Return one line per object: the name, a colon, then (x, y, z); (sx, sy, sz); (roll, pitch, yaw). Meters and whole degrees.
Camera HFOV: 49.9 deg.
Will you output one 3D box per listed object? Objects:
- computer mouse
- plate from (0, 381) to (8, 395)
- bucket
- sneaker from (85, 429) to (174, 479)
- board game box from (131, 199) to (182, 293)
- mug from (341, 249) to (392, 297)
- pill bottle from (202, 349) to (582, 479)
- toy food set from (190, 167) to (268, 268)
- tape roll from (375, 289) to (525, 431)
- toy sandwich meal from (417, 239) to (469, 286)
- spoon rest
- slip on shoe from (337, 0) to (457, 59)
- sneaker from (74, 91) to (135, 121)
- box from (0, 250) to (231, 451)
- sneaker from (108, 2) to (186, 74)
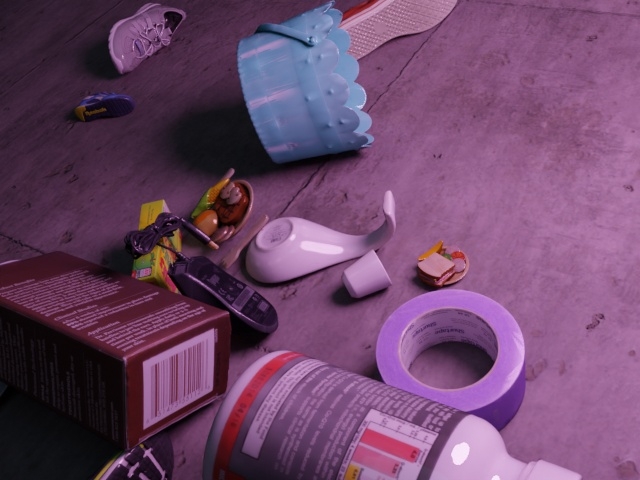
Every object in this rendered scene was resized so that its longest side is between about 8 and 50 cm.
computer mouse: (-0.179, 0.058, 1.076); (0.060, 0.262, 0.184); (-53, 7, 19)
plate: (-0.572, 0.229, 1.104); (0.188, 0.024, 0.188); (-9, 44, 9)
bucket: (-0.024, -0.279, 1.259); (0.183, 0.281, 0.281); (-13, 45, 12)
sneaker: (-0.310, 0.343, 0.858); (0.121, 0.111, 0.300); (15, 48, 39)
board game box: (-0.272, 0.027, 1.156); (0.043, 0.092, 0.181); (-12, 45, 5)
mug: (0.068, 0.058, 1.057); (0.064, 0.078, 0.062); (-30, 78, 0)
pill bottle: (0.073, 0.265, 0.736); (0.363, 0.210, 0.210); (14, 53, 29)
toy food set: (-0.170, -0.051, 1.195); (0.132, 0.038, 0.192); (-49, 42, 7)
tape roll: (0.170, 0.161, 0.899); (0.189, 0.080, 0.189); (-9, 45, 9)
toy sandwich meal: (0.185, 0.034, 1.051); (0.085, 0.029, 0.086); (-9, 45, 9)
spoon rest: (0.000, 0.000, 1.123); (0.276, 0.084, 0.137); (-15, 42, 22)
slip on shoe: (0.153, -0.504, 1.526); (0.331, 0.123, 0.101); (-28, 41, -3)
sneaker: (-0.494, -0.317, 1.586); (0.144, 0.053, 0.059); (-5, 44, 12)
box: (-0.334, 0.137, 0.980); (0.381, 0.143, 0.191); (17, 22, 31)
sneaker: (-0.434, -0.519, 1.724); (0.115, 0.105, 0.281); (3, 48, 20)
